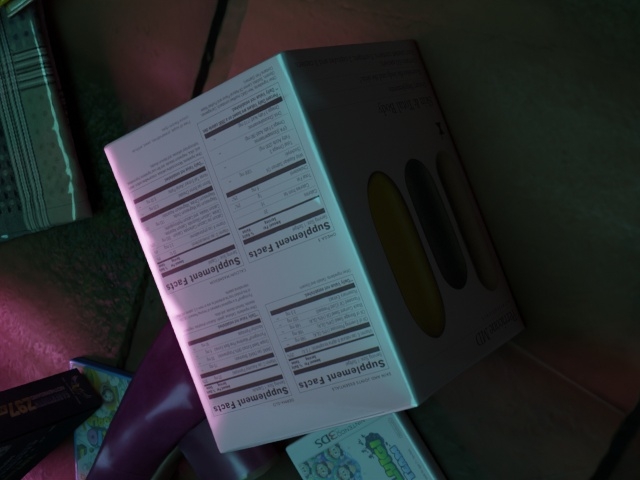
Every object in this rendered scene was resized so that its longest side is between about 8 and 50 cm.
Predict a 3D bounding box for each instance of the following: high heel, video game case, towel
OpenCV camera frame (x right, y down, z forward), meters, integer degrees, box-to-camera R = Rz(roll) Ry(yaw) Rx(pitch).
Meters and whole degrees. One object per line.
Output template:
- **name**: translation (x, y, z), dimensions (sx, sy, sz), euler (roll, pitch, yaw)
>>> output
- **high heel**: translation (-0.227, 0.220, 1.067), dimensions (0.377, 0.127, 0.181), euler (-29, 90, 18)
- **video game case**: translation (-0.237, 0.224, 1.155), dimensions (0.119, 0.015, 0.166), euler (10, 108, 32)
- **towel**: translation (-0.397, -0.152, 1.154), dimensions (0.312, 0.056, 0.324), euler (-9, 95, 33)
- **video game case**: translation (0.054, 0.236, 0.955), dimensions (0.143, 0.019, 0.157), euler (-37, 81, 35)

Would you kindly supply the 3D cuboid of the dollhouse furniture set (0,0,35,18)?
- **dollhouse furniture set**: translation (-0.287, -0.289, 1.004), dimensions (0.152, 0.058, 0.076), euler (-29, 84, 19)

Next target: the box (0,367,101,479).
- **box**: translation (-0.377, 0.243, 1.110), dimensions (0.233, 0.183, 0.059), euler (-41, 78, 23)

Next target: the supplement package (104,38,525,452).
- **supplement package**: translation (0.000, 0.000, 0.819), dimensions (0.198, 0.199, 0.262), euler (-21, 90, 36)
